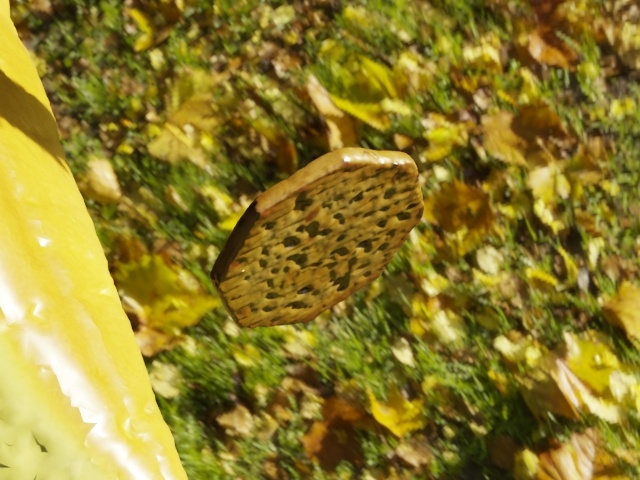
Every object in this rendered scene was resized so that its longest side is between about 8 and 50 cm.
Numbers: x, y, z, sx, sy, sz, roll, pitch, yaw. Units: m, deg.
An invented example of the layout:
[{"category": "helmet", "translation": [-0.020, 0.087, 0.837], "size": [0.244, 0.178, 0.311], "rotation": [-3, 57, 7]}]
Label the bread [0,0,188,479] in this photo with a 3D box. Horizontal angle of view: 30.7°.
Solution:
[{"category": "bread", "translation": [-0.189, 0.050, 0.501], "size": [0.233, 0.245, 0.361], "rotation": [-37, 81, 9]}]

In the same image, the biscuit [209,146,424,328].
[{"category": "biscuit", "translation": [0.000, 0.000, 1.682], "size": [0.359, 0.359, 0.046], "rotation": [-35, 59, 2]}]
